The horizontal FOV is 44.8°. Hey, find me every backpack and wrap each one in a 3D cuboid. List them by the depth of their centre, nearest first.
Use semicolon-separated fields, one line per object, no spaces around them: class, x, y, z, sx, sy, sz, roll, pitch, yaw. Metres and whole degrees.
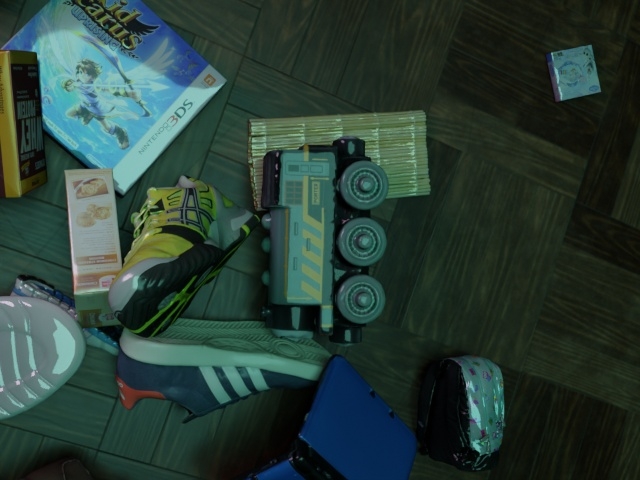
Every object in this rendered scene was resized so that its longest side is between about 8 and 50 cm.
backpack;0.241;0.285;1.311;0.115;0.152;0.181;1;86;-33

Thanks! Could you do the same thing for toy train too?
toy train;0.000;0.000;1.220;0.190;0.142;0.333;1;91;-10

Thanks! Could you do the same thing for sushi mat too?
sushi mat;0.035;-0.138;1.303;0.317;0.019;0.151;-6;93;-17

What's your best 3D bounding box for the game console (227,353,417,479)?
game console;0.001;0.364;1.233;0.250;0.173;0.293;-29;126;15

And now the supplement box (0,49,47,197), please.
supplement box;-0.490;-0.159;1.047;0.194;0.129;0.191;-1;103;-4

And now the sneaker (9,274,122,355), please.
sneaker;-0.382;0.131;1.158;0.191;0.071;0.082;33;94;-11

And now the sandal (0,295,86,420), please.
sandal;-0.528;0.194;1.092;0.417;0.102;0.169;-23;91;-2

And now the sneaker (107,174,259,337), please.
sneaker;-0.212;0.011;1.071;0.147;0.384;0.145;39;106;-2

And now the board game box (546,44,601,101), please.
board game box;0.468;-0.309;1.434;0.090;0.020;0.090;-14;93;-17

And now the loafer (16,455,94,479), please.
loafer;-0.278;0.441;1.118;0.366;0.134;0.130;44;41;-3

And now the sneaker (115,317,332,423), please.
sneaker;-0.146;0.212;1.205;0.350;0.131;0.148;10;108;-22

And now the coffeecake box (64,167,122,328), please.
coffeecake box;-0.318;0.013;1.098;0.068;0.142;0.185;-5;66;-17

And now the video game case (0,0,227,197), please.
video game case;-0.322;-0.243;1.173;0.269;0.061;0.244;42;78;-12
